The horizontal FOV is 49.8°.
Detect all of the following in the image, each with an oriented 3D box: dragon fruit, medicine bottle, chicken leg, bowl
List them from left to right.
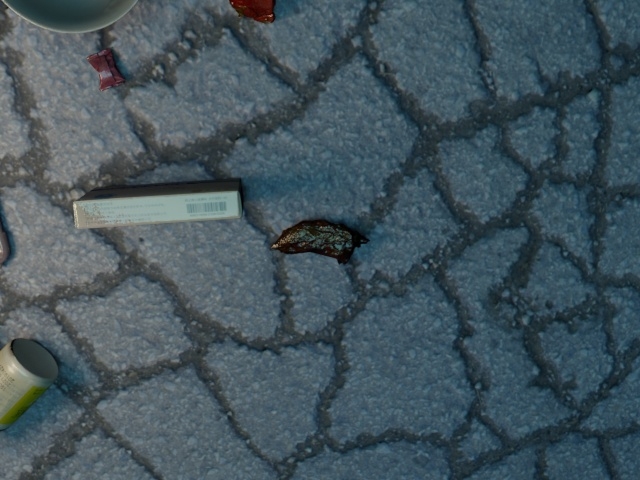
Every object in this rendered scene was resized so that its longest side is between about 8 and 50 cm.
[{"bbox_3d":[-0.759,0.364,1.631,0.258,0.143,0.143,-43,105,7],"label":"medicine bottle"},{"bbox_3d":[-0.495,-0.593,1.386,0.346,0.157,0.345,-1,105,-5],"label":"bowl"},{"bbox_3d":[-0.160,-0.532,1.458,0.127,0.120,0.161,-10,111,3],"label":"dragon fruit"},{"bbox_3d":[0.000,0.000,1.649,0.234,0.063,0.105,10,99,-6],"label":"chicken leg"}]

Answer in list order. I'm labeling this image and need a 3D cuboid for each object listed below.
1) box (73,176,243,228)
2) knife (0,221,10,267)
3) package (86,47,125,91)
[{"bbox_3d":[-0.344,-0.085,1.519,0.344,0.200,0.065,-4,103,-4],"label":"box"},{"bbox_3d":[-0.778,-0.122,1.549,0.132,0.038,0.398,-8,107,-1],"label":"knife"},{"bbox_3d":[-0.473,-0.376,1.515,0.059,0.029,0.083,-22,98,-3],"label":"package"}]
